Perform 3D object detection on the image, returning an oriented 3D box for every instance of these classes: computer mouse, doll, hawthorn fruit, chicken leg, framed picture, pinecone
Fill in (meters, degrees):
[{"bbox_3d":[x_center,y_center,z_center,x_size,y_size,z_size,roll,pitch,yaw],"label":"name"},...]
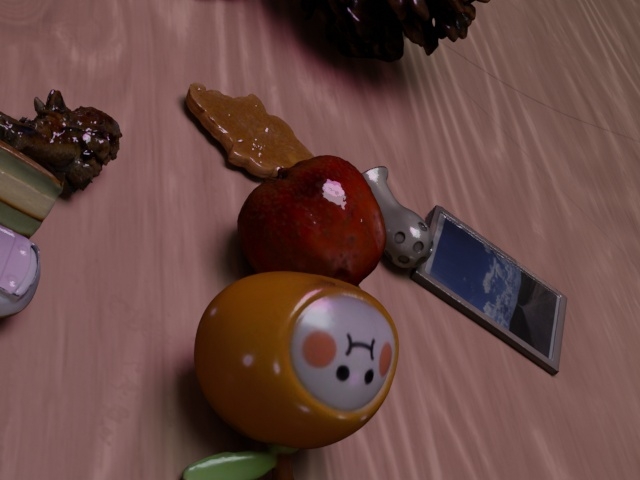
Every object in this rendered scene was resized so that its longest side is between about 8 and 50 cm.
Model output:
[{"bbox_3d":[-0.390,-0.003,1.145,0.245,0.056,0.126,29,31,-20],"label":"computer mouse"},{"bbox_3d":[-0.034,0.151,1.221,0.213,0.213,0.236,16,82,-32],"label":"doll"},{"bbox_3d":[0.000,0.000,1.437,0.200,0.179,0.179,53,31,-9],"label":"hawthorn fruit"},{"bbox_3d":[-0.301,-0.110,1.333,0.125,0.080,0.196,43,23,-2],"label":"chicken leg"},{"bbox_3d":[0.252,0.071,1.735,0.260,0.023,0.189,35,35,-7],"label":"framed picture"},{"bbox_3d":[0.095,-0.494,1.948,0.397,0.398,0.398,26,34,-20],"label":"pinecone"}]

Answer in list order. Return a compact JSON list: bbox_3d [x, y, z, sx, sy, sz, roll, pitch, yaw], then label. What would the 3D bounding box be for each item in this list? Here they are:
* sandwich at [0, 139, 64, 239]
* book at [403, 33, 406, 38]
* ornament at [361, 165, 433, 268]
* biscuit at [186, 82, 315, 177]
[{"bbox_3d":[-0.363,-0.080,1.231,0.163,0.079,0.113,32,-2,-29],"label":"sandwich"},{"bbox_3d":[0.135,-0.437,2.247,0.118,0.012,0.172,41,32,3],"label":"book"},{"bbox_3d":[0.102,-0.027,1.658,0.074,0.081,0.156,-23,58,-18],"label":"ornament"},{"bbox_3d":[-0.082,-0.136,1.639,0.250,0.035,0.162,35,37,-6],"label":"biscuit"}]
